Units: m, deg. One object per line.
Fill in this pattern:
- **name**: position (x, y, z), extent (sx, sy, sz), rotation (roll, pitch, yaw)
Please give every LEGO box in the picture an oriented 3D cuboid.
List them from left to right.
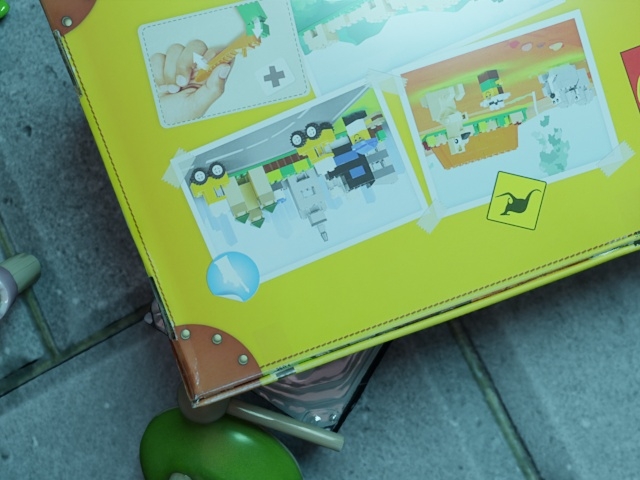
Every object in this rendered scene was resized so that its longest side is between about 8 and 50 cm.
- **LEGO box**: position (0.068, -0.128, 0.785), extent (0.500, 0.193, 0.372), rotation (-20, 95, 2)

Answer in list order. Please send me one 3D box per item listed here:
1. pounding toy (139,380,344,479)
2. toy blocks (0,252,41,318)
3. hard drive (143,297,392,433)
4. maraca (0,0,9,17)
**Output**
- **pounding toy**: position (-0.108, 0.253, 0.914), extent (0.183, 0.110, 0.237), rotation (30, 131, -3)
- **toy blocks**: position (-0.528, 0.041, 0.987), extent (0.309, 0.260, 0.288), rotation (-31, 99, 13)
- **hard drive**: position (0.000, 0.000, 0.949), extent (0.237, 0.064, 0.339), rotation (32, 89, 13)
- **maraca**: position (-0.452, -0.245, 1.091), extent (0.127, 0.099, 0.185), rotation (27, 80, 7)
